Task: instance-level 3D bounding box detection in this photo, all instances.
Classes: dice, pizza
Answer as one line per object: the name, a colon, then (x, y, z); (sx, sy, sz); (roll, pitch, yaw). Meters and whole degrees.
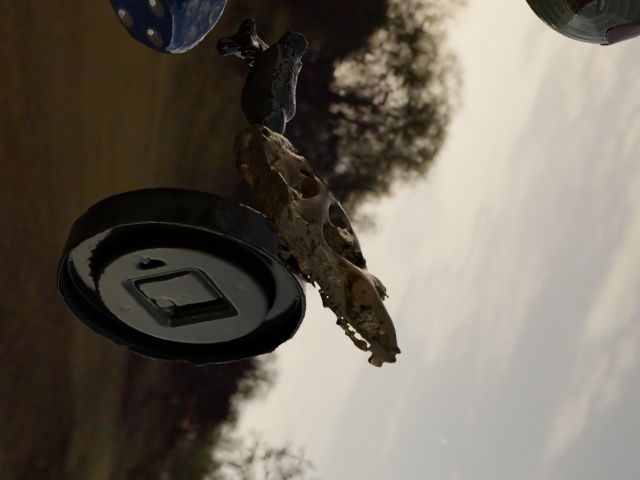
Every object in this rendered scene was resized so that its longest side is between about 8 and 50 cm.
dice: (-0.235, -0.387, 1.924); (0.143, 0.146, 0.146); (-45, 162, -31)
pizza: (0.000, 0.000, 1.310); (0.189, 0.071, 0.297); (49, 12, -55)

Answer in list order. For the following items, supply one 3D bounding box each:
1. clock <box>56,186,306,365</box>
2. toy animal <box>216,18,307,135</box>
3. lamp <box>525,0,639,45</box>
clock: (-0.175, 0.053, 1.613); (0.325, 0.325, 0.067); (116, -16, -52)
toy animal: (-0.055, -0.215, 1.744); (0.117, 0.121, 0.210); (-31, -134, 15)
lamp: (0.411, -0.415, 1.896); (0.233, 0.233, 0.265); (-74, 146, -45)
